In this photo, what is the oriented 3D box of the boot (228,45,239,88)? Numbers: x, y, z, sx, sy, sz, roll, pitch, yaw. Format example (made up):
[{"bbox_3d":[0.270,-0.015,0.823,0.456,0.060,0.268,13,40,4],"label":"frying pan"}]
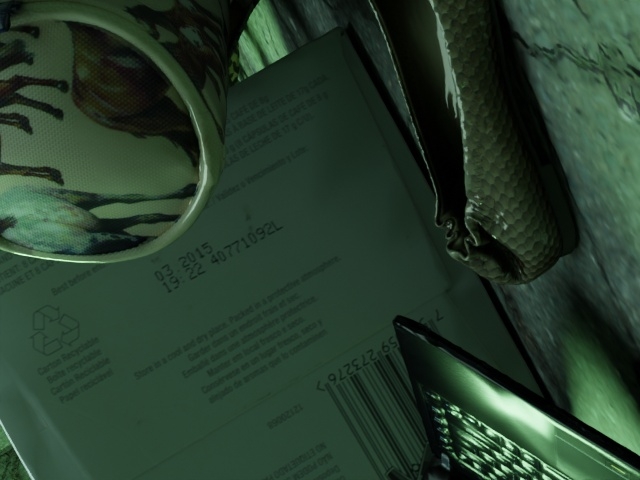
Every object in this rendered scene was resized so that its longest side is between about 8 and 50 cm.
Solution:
[{"bbox_3d":[-0.181,-0.177,1.030,0.284,0.138,0.377,66,-152,-69],"label":"boot"}]

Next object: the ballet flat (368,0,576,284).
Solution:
[{"bbox_3d":[0.050,-0.084,0.475,0.249,0.058,0.084,64,173,-21],"label":"ballet flat"}]

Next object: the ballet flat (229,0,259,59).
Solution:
[{"bbox_3d":[-0.095,-0.174,0.835,0.070,0.070,0.188,72,-148,-58],"label":"ballet flat"}]

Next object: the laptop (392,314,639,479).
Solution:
[{"bbox_3d":[0.113,0.206,0.555,0.234,0.136,0.264,30,156,31],"label":"laptop"}]

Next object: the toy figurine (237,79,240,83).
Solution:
[{"bbox_3d":[-0.160,-0.119,1.356,0.148,0.213,0.209,42,-164,-56],"label":"toy figurine"}]

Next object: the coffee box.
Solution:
[{"bbox_3d":[-0.065,0.083,0.843,0.338,0.338,0.334,61,173,-2],"label":"coffee box"}]

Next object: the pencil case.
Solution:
[{"bbox_3d":[-0.150,-0.167,0.670,0.410,0.184,0.159,-94,18,-51],"label":"pencil case"}]
